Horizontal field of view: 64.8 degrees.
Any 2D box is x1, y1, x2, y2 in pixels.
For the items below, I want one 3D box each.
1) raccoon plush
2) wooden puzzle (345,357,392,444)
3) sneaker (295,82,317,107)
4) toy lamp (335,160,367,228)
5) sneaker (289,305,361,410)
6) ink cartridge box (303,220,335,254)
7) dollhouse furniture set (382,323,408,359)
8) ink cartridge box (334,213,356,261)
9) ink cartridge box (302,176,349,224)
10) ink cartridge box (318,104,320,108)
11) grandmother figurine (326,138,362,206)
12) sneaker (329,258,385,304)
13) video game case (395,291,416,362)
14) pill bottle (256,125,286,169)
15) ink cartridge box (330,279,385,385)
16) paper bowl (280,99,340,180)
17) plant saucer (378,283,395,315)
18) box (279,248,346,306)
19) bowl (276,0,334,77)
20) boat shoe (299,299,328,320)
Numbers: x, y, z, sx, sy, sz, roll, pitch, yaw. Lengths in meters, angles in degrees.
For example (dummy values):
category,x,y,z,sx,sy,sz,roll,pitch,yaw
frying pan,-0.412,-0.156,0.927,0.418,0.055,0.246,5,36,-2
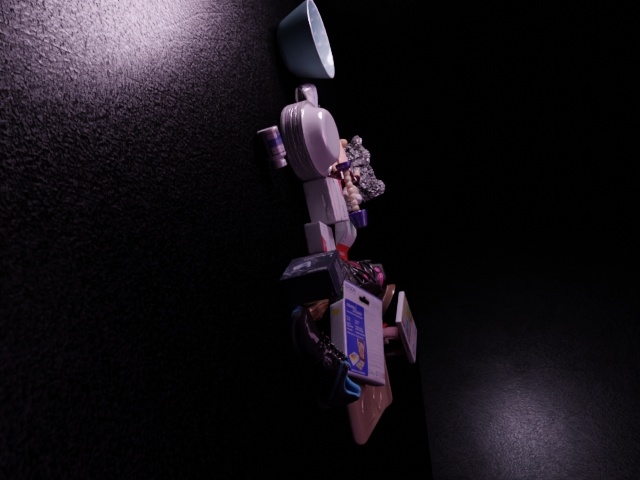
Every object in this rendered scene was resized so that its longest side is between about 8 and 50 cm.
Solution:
category,x,y,z,sx,sy,sz,roll,pitch,yaw
raccoon plush,0.146,-0.317,2.352,0.299,0.216,0.446,66,18,-8
wooden puzzle,0.150,0.515,1.841,0.348,0.080,0.322,-16,95,-63
sneaker,-0.057,-0.488,2.001,0.091,0.094,0.258,-22,107,-42
toy lamp,0.130,-0.183,2.056,0.080,0.080,0.275,-8,82,-74
sneaker,0.013,0.328,1.447,0.125,0.139,0.341,-65,138,-63
ink cartridge box,0.000,0.000,1.808,0.150,0.063,0.109,25,54,-71
dollhouse furniture set,0.300,0.414,2.251,0.374,0.201,0.152,-27,103,-73
ink cartridge box,0.110,-0.002,2.158,0.181,0.056,0.225,20,65,-70
ink cartridge box,0.024,-0.146,1.941,0.237,0.100,0.172,-14,91,-75
ink cartridge box,0.003,-0.453,2.086,0.145,0.045,0.179,171,-92,-67
grandmother figurine,0.095,-0.294,2.198,0.104,0.207,0.343,120,-41,-53
sneaker,0.139,0.136,1.919,0.483,0.202,0.185,-7,83,-74
video game case,0.356,0.355,2.085,0.227,0.026,0.206,-64,137,-62
pill bottle,-0.145,-0.280,1.531,0.067,0.067,0.120,-63,137,-66
ink cartridge box,0.129,0.320,1.711,0.303,0.072,0.307,34,47,-51
paper bowl,-0.024,-0.368,1.843,0.284,0.148,0.284,-10,90,-70
plant saucer,0.238,0.239,1.942,0.168,0.029,0.169,-155,-90,-90
box,-0.019,0.108,1.485,0.158,0.155,0.093,-63,136,-66
bowl,-0.069,-0.783,2.026,0.311,0.163,0.312,-13,90,-73
boat shoe,-0.021,0.221,1.570,0.178,0.064,0.060,-15,97,-68
